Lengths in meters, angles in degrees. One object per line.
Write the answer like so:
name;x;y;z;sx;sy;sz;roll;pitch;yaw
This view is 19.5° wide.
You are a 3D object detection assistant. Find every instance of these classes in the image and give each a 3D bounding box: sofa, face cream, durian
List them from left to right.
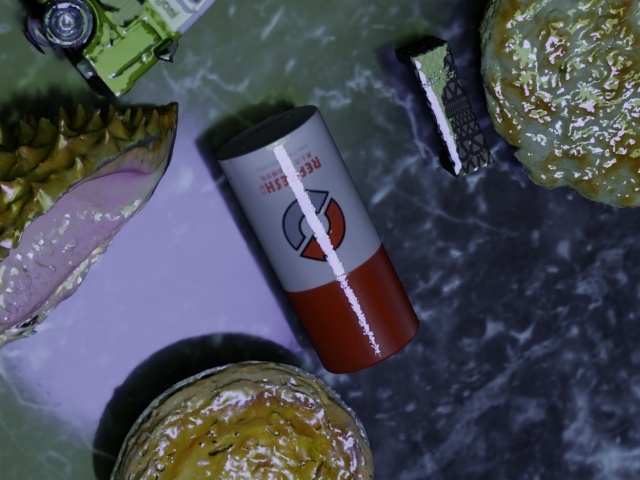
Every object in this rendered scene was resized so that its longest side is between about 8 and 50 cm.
durian;-0.233;-0.023;1.470;0.305;0.195;0.185;-38;100;-4
face cream;0.000;0.000;1.581;0.096;0.096;0.214;-29;106;-8
sofa;0.107;-0.116;1.608;0.039;0.060;0.118;-24;106;-3

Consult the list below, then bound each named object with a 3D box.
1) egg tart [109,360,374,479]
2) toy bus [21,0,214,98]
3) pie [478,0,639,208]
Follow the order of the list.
egg tart;-0.067;0.214;1.603;0.234;0.094;0.234;-2;98;-13
toy bus;-0.220;-0.261;1.472;0.139;0.113;0.301;-41;106;-9
pie;0.240;-0.142;1.626;0.201;0.090;0.248;-25;105;2
